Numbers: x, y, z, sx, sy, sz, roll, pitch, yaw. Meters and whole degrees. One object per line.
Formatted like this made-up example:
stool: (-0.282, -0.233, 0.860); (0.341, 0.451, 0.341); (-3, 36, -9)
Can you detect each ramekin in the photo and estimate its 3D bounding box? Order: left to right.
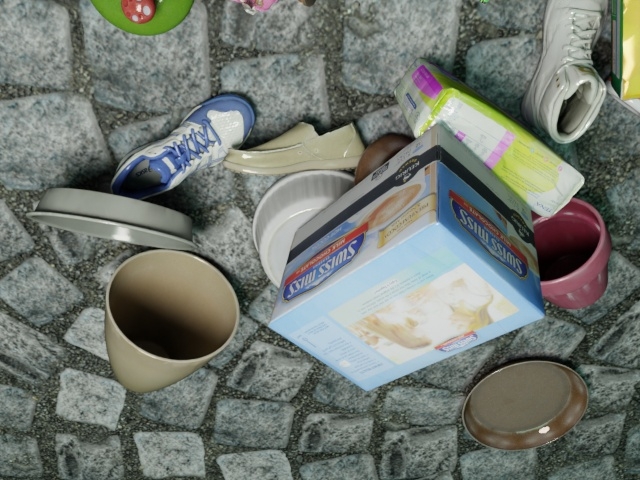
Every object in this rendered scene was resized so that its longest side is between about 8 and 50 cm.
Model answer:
ramekin: (0.000, 0.000, 1.092); (0.273, 0.127, 0.272); (-1, 120, -3)

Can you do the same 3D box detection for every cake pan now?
cake pan: (-0.364, -0.036, 0.997); (0.294, 0.293, 0.054); (10, 82, -8)

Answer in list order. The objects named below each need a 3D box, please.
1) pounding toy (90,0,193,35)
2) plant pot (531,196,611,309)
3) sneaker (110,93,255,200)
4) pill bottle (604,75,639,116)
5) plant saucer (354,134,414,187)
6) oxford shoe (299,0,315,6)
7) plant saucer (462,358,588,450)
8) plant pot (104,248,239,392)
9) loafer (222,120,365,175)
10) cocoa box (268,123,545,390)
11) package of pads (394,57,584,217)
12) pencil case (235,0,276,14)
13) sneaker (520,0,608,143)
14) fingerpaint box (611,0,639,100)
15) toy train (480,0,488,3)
pounding toy: (-0.277, -0.425, 0.849); (0.183, 0.110, 0.236); (32, 114, -18)
plant pot: (0.485, 0.043, 1.109); (0.201, 0.201, 0.180); (-34, 130, 16)
sneaker: (-0.245, -0.151, 0.996); (0.297, 0.131, 0.111); (-31, 114, 13)
pill bottle: (0.596, -0.312, 0.947); (0.108, 0.108, 0.193); (29, 114, -17)
plant saucer: (0.154, -0.100, 1.027); (0.199, 0.036, 0.198); (0, 91, -30)
oxford shoe: (-0.042, -0.478, 0.863); (0.076, 0.076, 0.212); (11, 126, 27)
plant saucer: (0.506, 0.406, 1.389); (0.311, 0.050, 0.310); (-1, 120, -2)
plant pot: (-0.338, 0.199, 1.149); (0.257, 0.256, 0.274); (24, 133, -15)
loafer: (-0.047, -0.170, 1.013); (0.269, 0.102, 0.091); (-7, 101, -15)
cocoa box: (0.126, 0.044, 0.865); (0.231, 0.227, 0.347); (38, 130, -22)
package of pads: (0.280, -0.178, 0.942); (0.297, 0.229, 0.101); (27, 115, -17)
pencil case: (-0.226, -0.416, 0.740); (0.387, 0.160, 0.167); (2, 80, -15)
sneaker: (0.429, -0.308, 0.910); (0.108, 0.169, 0.292); (4, 118, -2)
fingerpaint box: (0.598, -0.443, 0.733); (0.372, 0.163, 0.444); (-3, 112, 23)
toy train: (0.277, -0.437, 0.916); (0.024, 0.017, 0.083); (13, 119, 2)
